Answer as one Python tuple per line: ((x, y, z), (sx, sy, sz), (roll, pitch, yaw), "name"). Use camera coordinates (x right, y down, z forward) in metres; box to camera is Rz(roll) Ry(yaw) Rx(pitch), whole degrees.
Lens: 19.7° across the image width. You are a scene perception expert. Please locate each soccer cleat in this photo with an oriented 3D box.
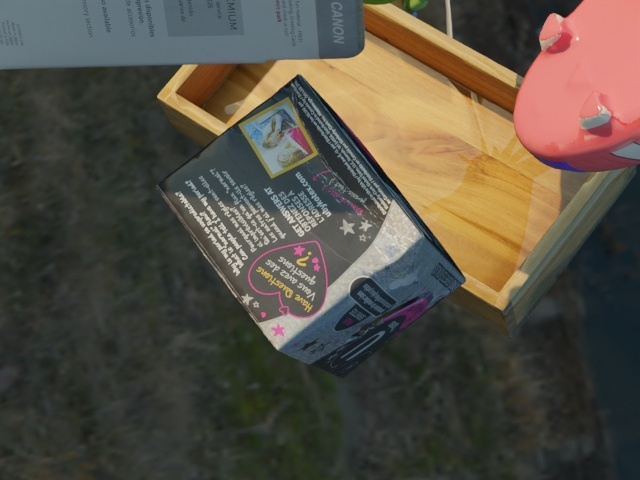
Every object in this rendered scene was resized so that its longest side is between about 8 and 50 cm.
((0.185, -0.090, 0.651), (0.095, 0.248, 0.083), (40, 20, -42), "soccer cleat")

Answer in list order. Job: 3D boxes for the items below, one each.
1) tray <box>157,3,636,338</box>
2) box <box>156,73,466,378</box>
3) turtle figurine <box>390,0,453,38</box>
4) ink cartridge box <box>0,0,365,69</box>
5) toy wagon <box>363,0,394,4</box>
((0.068, -0.099, 1.731), (0.203, 0.411, 0.076), (-51, 156, -14), "tray")
((0.000, 0.000, 1.428), (0.163, 0.142, 0.247), (53, 5, 14), "box")
((0.048, -0.300, 1.987), (0.274, 0.197, 0.266), (-36, 114, -58), "turtle figurine")
((-0.108, -0.273, 1.229), (0.130, 0.271, 0.309), (-85, 174, -47), "ink cartridge box")
((0.058, -0.326, 1.487), (0.344, 0.068, 0.267), (40, 55, -48), "toy wagon")
